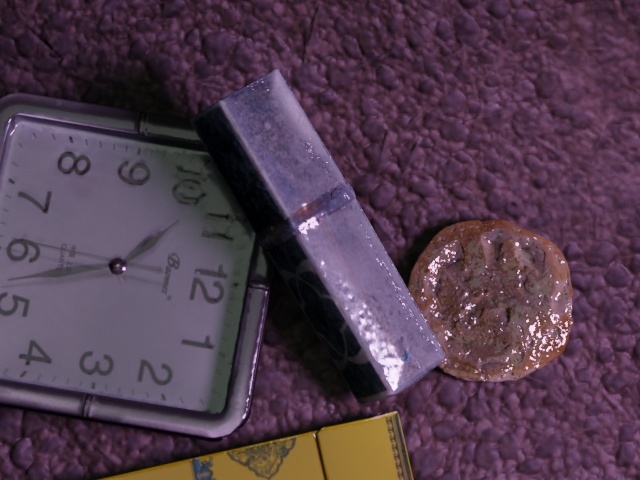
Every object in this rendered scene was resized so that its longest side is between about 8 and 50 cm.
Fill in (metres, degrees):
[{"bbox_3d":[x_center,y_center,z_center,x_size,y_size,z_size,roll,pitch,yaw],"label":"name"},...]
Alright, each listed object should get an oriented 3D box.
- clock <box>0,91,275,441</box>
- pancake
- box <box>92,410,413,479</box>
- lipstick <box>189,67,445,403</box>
[{"bbox_3d":[-0.178,0.022,1.712,0.279,0.049,0.273,10,79,2],"label":"clock"},{"bbox_3d":[0.147,0.054,1.714,0.152,0.025,0.151,0,77,0],"label":"pancake"},{"bbox_3d":[-0.054,0.250,1.670,0.279,0.041,0.153,-13,77,-1],"label":"box"},{"bbox_3d":[0.000,0.000,1.664,0.076,0.077,0.289,-34,94,-30],"label":"lipstick"}]
